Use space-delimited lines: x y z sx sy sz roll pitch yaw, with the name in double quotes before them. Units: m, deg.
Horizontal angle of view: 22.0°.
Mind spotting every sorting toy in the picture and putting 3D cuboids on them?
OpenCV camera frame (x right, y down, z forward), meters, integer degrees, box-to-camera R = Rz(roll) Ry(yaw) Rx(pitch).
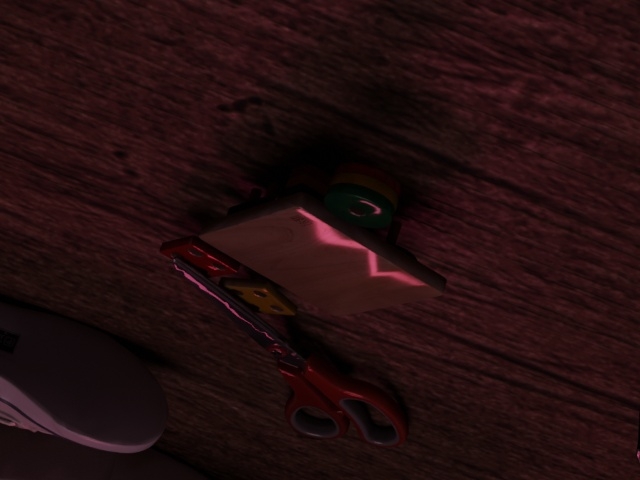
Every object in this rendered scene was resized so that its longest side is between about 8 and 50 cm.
"sorting toy" 0.000 0.000 1.171 0.132 0.046 0.274 31 155 -26

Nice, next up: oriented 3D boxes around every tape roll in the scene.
"tape roll" -0.236 0.312 1.656 0.392 0.072 0.392 10 143 7

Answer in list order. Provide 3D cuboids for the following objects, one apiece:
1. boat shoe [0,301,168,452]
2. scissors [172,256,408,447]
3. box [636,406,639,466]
"boat shoe" -0.259 0.115 1.389 0.268 0.096 0.088 20 147 -5
"scissors" -0.015 0.091 1.316 0.109 0.021 0.297 1 146 25
"box" 0.407 0.223 1.312 0.257 0.079 0.322 -4 139 21
